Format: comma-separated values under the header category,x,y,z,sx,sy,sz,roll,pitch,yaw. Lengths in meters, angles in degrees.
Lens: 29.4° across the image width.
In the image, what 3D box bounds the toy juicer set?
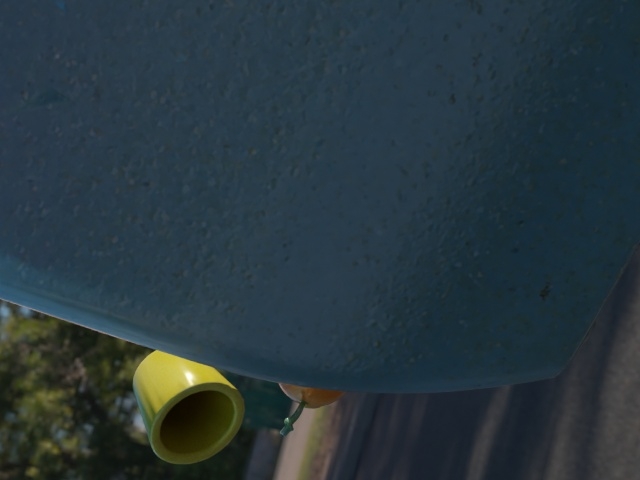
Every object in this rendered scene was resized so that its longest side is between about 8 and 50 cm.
category,x,y,z,sx,sy,sz,roll,pitch,yaw
toy juicer set,0.000,0.000,0.808,0.089,0.209,0.329,47,131,48

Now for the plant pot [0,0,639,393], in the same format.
category,x,y,z,sx,sy,sz,roll,pitch,yaw
plant pot,0.019,-0.078,0.507,0.248,0.252,0.247,-78,13,-73
